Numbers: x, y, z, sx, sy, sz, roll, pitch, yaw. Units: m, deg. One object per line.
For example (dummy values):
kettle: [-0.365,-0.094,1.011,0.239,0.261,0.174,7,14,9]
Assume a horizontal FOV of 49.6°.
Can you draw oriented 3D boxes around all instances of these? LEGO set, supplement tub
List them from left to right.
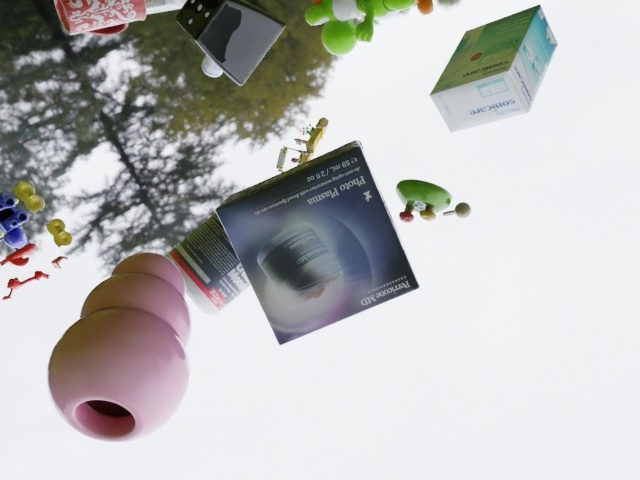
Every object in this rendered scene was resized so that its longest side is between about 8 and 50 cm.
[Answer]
supplement tub: [-0.316,-0.555,2.113,0.071,0.071,0.107,-43,-179,-34]
supplement tub: [-0.223,0.031,1.676,0.272,0.191,0.191,-41,-150,-8]
LEGO set: [-0.066,-0.301,2.295,0.107,0.132,0.287,17,-100,10]

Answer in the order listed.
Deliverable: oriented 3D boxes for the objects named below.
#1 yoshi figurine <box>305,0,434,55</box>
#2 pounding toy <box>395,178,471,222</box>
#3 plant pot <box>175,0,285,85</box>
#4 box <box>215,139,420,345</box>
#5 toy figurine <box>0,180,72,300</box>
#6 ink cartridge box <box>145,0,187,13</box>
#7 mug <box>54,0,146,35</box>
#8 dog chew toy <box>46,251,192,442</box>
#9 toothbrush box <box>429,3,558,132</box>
yoshi figurine: [0.141,-0.647,2.012,0.361,0.203,0.203,-13,163,4]
pounding toy: [0.338,-0.096,2.197,0.183,0.236,0.110,-19,-130,67]
plant pot: [-0.235,-0.527,1.684,0.187,0.167,0.188,-50,-128,14]
box: [0.000,0.000,1.347,0.296,0.294,0.183,-24,-169,7]
toy figurine: [-0.708,-0.060,1.436,0.191,0.363,0.217,-46,-156,-27]
ink cartridge box: [-0.486,-0.751,1.845,0.201,0.279,0.117,0,-162,25]
mug: [-0.482,-0.503,1.526,0.169,0.150,0.113,-26,-133,-25]
dog chew toy: [-0.298,0.146,1.100,0.206,0.207,0.332,-15,-142,14]
toothbrush box: [0.426,-0.417,1.691,0.216,0.126,0.296,-8,-140,43]
